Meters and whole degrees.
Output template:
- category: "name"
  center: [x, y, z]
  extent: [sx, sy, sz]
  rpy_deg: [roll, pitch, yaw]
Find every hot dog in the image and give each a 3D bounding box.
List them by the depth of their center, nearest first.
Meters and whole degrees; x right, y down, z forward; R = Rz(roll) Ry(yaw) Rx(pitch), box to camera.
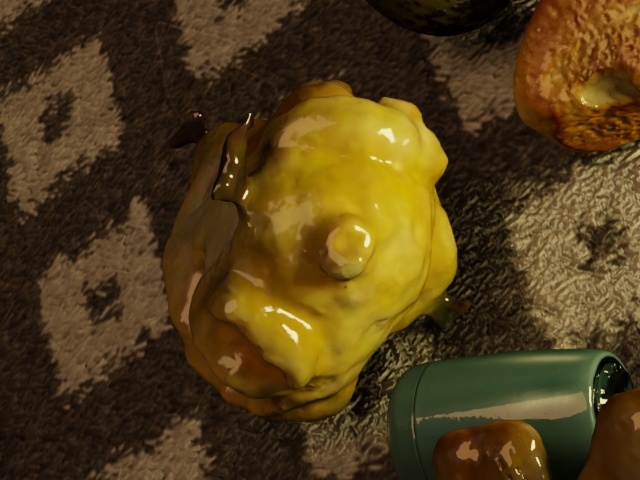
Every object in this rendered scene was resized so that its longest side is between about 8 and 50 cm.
- category: "hot dog"
  center: [0.277, -0.181, 1.616]
  extent: [0.257, 0.150, 0.153]
  rpy_deg: [-21, 67, 29]

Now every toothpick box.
- category: "toothpick box"
  center: [0.157, 0.146, 1.563]
  extent: [0.184, 0.120, 0.120]
  rpy_deg: [-11, 62, 29]

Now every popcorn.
- category: "popcorn"
  center: [0.000, 0.000, 1.682]
  extent: [0.297, 0.281, 0.316]
  rpy_deg: [-54, 13, 28]

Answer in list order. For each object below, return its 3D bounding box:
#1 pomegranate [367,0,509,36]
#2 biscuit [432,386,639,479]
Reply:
- category: "pomegranate"
  center: [0.144, -0.281, 1.750]
  extent: [0.248, 0.214, 0.214]
  rpy_deg: [6, 68, 1]
- category: "biscuit"
  center: [0.213, 0.259, 1.440]
  extent: [0.237, 0.062, 0.290]
  rpy_deg: [-19, 84, 30]
